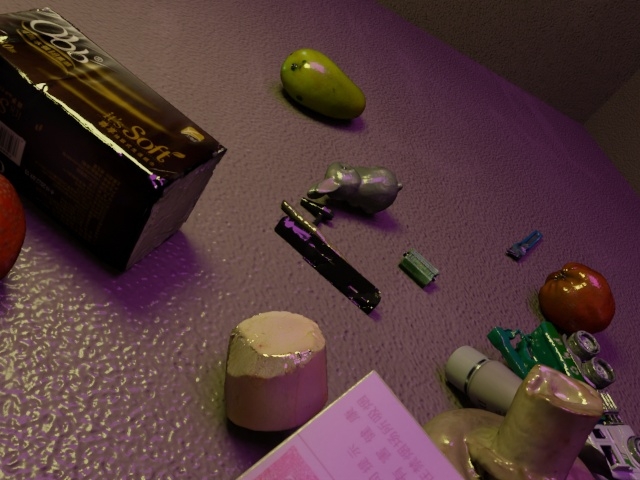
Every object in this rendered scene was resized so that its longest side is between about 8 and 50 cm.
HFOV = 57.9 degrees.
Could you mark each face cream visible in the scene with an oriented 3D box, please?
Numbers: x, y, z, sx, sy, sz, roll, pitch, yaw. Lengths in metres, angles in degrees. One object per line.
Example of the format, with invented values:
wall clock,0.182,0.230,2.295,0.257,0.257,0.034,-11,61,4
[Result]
face cream,0.353,0.288,0.993,0.314,0.089,0.143,30,-18,47

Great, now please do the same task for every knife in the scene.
knife,0.617,0.008,1.738,0.044,0.026,0.297,37,32,20

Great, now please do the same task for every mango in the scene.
mango,0.016,-0.419,1.596,0.293,0.143,0.175,19,31,-43

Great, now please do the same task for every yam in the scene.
yam,0.000,0.000,1.175,0.234,0.027,0.029,46,38,12

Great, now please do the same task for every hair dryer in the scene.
hair dryer,-0.016,-0.053,1.229,0.079,0.031,0.083,27,42,3

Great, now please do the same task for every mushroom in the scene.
mushroom,0.272,0.322,0.789,0.293,0.289,0.292,13,29,-7

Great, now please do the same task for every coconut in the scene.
coconut,-0.060,0.187,0.792,0.147,0.152,0.147,1,26,-1

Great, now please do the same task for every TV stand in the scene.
TV stand,0.015,0.044,1.128,0.249,0.036,0.042,41,35,5

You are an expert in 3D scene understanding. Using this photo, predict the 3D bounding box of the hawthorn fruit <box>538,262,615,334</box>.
hawthorn fruit,0.658,0.151,1.478,0.189,0.189,0.189,25,36,-19

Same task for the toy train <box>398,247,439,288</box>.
toy train,0.218,0.063,1.295,0.093,0.038,0.056,44,40,8

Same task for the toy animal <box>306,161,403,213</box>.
toy animal,0.073,-0.131,1.303,0.236,0.138,0.107,14,68,-47

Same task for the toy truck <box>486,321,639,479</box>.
toy truck,0.466,0.321,1.112,0.178,0.176,0.363,7,43,-26

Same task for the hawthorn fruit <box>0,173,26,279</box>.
hawthorn fruit,-0.433,0.031,0.638,0.165,0.165,0.285,19,44,-26

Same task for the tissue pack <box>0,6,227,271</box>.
tissue pack,-0.364,-0.153,0.870,0.370,0.210,0.198,39,39,0

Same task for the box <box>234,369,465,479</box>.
box,-0.009,0.327,0.637,0.365,0.051,0.204,-31,71,-30
